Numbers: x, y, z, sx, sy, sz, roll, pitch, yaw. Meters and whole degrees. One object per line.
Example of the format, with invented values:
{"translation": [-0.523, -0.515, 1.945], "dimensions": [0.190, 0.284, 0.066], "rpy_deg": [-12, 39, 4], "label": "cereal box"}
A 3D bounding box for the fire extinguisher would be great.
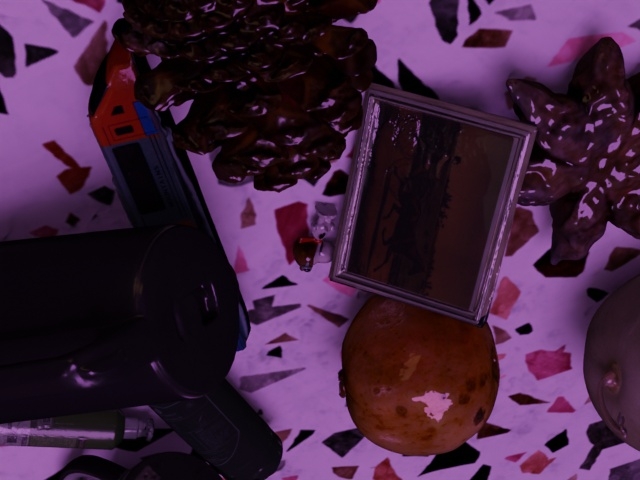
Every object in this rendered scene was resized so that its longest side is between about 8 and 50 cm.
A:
{"translation": [-0.158, 0.201, 1.330], "dimensions": [0.114, 0.095, 0.311], "rpy_deg": [2, 140, 42], "label": "fire extinguisher"}

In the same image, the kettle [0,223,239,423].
{"translation": [-0.271, 0.081, 1.068], "dimensions": [0.307, 0.203, 0.262], "rpy_deg": [-8, 164, 26], "label": "kettle"}

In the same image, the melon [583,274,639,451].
{"translation": [0.480, 0.158, 1.330], "dimensions": [0.307, 0.272, 0.272], "rpy_deg": [17, 122, -16], "label": "melon"}

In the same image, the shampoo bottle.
{"translation": [-0.319, 0.241, 1.354], "dimensions": [0.204, 0.065, 0.065], "rpy_deg": [6, 126, -15], "label": "shampoo bottle"}

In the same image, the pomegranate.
{"translation": [0.115, 0.159, 1.294], "dimensions": [0.215, 0.215, 0.215], "rpy_deg": [-5, 128, -7], "label": "pomegranate"}

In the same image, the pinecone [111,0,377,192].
{"translation": [-0.057, -0.174, 1.001], "dimensions": [0.246, 0.246, 0.292], "rpy_deg": [-15, 145, 0], "label": "pinecone"}

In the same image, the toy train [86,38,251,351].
{"translation": [-0.172, -0.036, 1.157], "dimensions": [0.089, 0.086, 0.410], "rpy_deg": [-15, 128, 3], "label": "toy train"}

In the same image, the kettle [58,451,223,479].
{"translation": [-0.255, 0.373, 1.397], "dimensions": [0.221, 0.161, 0.236], "rpy_deg": [45, 141, -3], "label": "kettle"}

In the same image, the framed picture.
{"translation": [0.119, -0.036, 1.174], "dimensions": [0.197, 0.014, 0.252], "rpy_deg": [17, 116, 13], "label": "framed picture"}

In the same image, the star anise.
{"translation": [0.305, -0.092, 1.194], "dimensions": [0.315, 0.108, 0.315], "rpy_deg": [-10, 128, -13], "label": "star anise"}

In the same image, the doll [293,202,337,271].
{"translation": [-0.005, -0.001, 1.248], "dimensions": [0.058, 0.040, 0.085], "rpy_deg": [-17, 134, -14], "label": "doll"}
